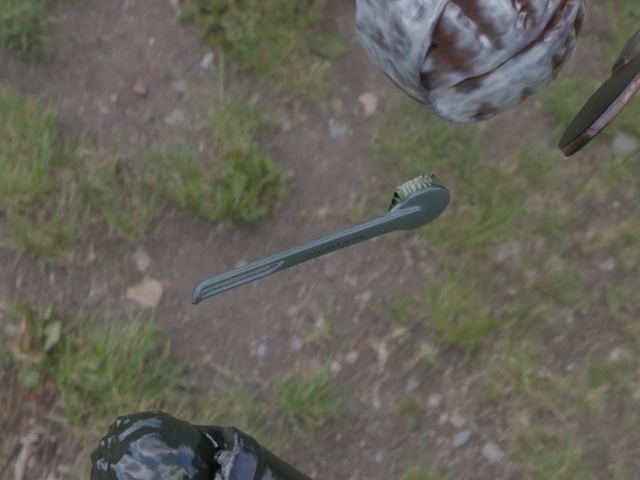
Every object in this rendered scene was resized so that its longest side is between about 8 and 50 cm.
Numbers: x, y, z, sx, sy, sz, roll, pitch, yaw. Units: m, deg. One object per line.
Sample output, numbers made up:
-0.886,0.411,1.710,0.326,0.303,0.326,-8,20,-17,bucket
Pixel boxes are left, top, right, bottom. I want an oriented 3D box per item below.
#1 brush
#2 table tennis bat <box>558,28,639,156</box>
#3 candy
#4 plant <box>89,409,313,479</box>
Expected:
0.000,0.000,1.428,0.266,0.062,0.027,-21,61,-22,brush
0.284,-0.151,1.526,0.019,0.130,0.220,42,37,-4,table tennis bat
0.150,-0.221,1.523,0.214,0.289,0.157,-48,65,5,candy
-0.114,0.261,1.606,0.256,0.164,0.142,27,72,-26,plant
